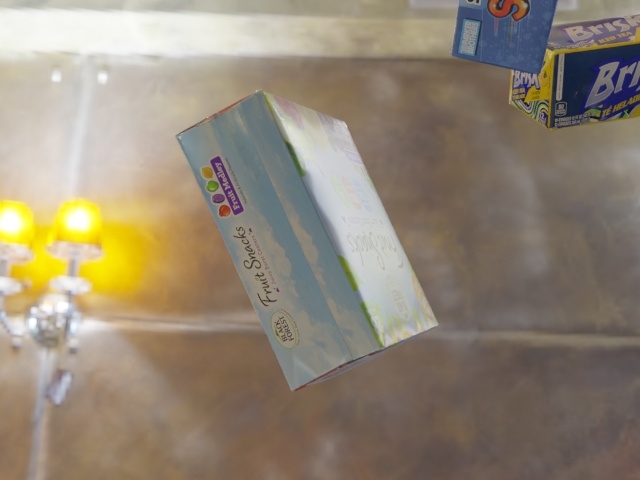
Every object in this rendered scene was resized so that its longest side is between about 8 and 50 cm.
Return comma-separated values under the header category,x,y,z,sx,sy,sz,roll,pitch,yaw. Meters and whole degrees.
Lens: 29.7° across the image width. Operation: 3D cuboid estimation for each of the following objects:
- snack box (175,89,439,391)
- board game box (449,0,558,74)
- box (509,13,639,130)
category,x,y,z,sx,sy,sz,roll,pitch,yaw
snack box,0.000,0.000,0.811,0.070,0.175,0.207,-26,-7,15
board game box,0.091,-0.177,0.442,0.035,0.201,0.136,13,-41,9
box,0.212,-0.117,0.800,0.168,0.054,0.059,-11,27,-17
